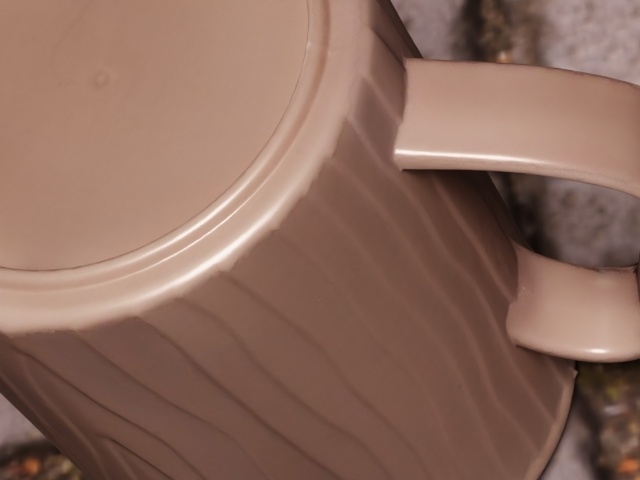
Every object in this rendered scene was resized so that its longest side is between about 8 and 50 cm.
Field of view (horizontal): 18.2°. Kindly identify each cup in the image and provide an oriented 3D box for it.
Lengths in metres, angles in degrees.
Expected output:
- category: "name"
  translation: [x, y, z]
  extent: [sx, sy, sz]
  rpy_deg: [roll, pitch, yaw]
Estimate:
- category: "cup"
  translation: [-0.011, 0.015, 0.772]
  extent: [0.288, 0.273, 0.208]
  rpy_deg: [25, 73, 31]
